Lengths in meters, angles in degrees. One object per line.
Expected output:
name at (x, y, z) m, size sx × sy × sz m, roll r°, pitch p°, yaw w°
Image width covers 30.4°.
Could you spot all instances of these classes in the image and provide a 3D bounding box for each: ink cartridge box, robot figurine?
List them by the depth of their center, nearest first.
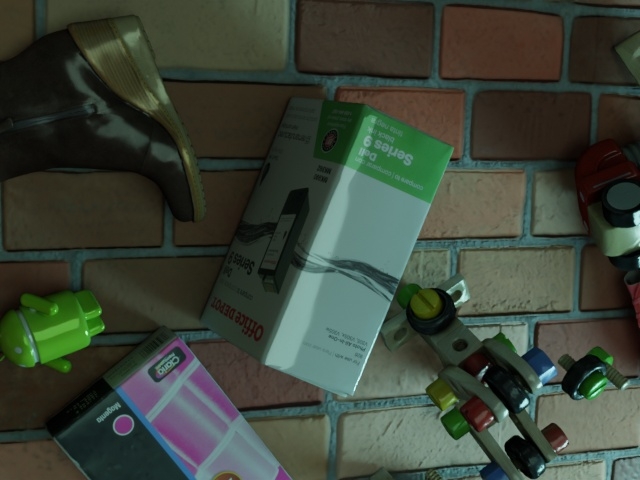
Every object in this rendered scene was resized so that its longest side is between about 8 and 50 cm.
robot figurine at (-0.292, 0.094, 1.261) m, size 0.115 × 0.067 × 0.101 m, roll -20°, pitch 135°, yaw -20°
ink cartridge box at (0.000, 0.000, 1.293) m, size 0.122 × 0.211 × 0.289 m, roll 23°, pitch 89°, yaw -25°
ink cartridge box at (-0.135, 0.292, 1.366) m, size 0.176 × 0.069 × 0.371 m, roll -40°, pitch 114°, yaw -13°

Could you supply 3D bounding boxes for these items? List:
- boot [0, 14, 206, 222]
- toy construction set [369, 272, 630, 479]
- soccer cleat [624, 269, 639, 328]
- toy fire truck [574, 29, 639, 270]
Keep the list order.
boot at (-0.249, -0.102, 1.257) m, size 0.207 × 0.090 × 0.248 m, roll -23°, pitch 108°, yaw -6°
toy construction set at (0.158, 0.191, 1.432) m, size 0.309 × 0.237 × 0.257 m, roll -53°, pitch 145°, yaw 10°
soccer cleat at (0.462, 0.094, 1.579) m, size 0.117 × 0.108 × 0.318 m, roll -3°, pitch 101°, yaw -4°
toy fire truck at (0.415, -0.122, 1.499) m, size 0.217 × 0.246 × 0.158 m, roll -21°, pitch 138°, yaw 2°
